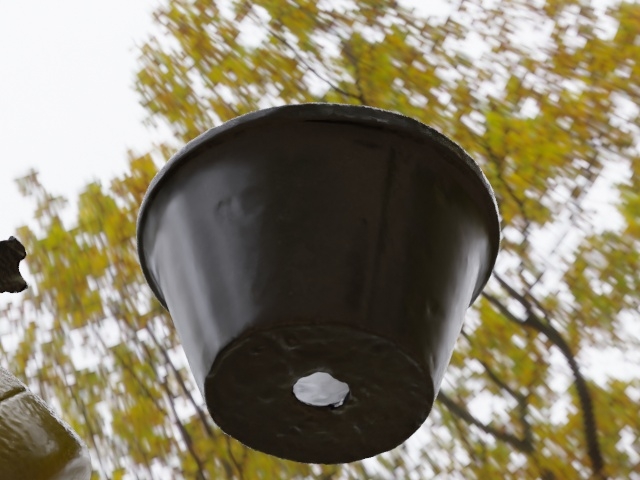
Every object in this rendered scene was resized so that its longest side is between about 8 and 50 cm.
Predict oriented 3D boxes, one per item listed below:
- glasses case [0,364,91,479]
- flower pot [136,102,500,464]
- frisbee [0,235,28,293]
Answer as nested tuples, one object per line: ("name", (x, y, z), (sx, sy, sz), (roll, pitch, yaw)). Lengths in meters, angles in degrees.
("glasses case", (-0.282, 0.224, 1.274), (0.141, 0.173, 0.371), (39, -59, 12))
("flower pot", (0.001, 0.050, 1.347), (0.269, 0.166, 0.269), (-2, -45, -2))
("frisbee", (-0.281, 0.005, 1.337), (0.187, 0.012, 0.211), (17, -71, 24))
